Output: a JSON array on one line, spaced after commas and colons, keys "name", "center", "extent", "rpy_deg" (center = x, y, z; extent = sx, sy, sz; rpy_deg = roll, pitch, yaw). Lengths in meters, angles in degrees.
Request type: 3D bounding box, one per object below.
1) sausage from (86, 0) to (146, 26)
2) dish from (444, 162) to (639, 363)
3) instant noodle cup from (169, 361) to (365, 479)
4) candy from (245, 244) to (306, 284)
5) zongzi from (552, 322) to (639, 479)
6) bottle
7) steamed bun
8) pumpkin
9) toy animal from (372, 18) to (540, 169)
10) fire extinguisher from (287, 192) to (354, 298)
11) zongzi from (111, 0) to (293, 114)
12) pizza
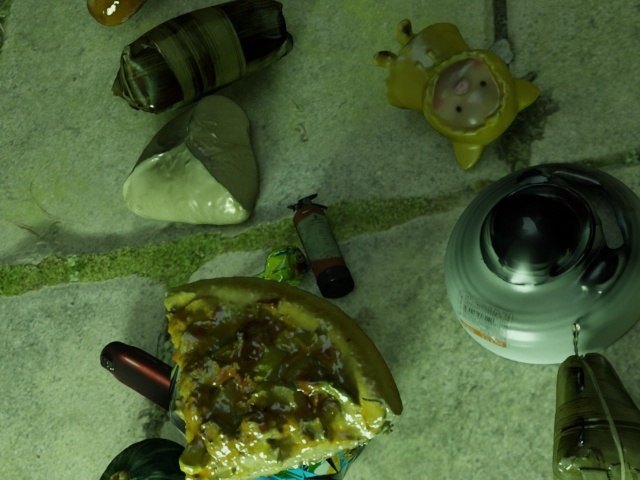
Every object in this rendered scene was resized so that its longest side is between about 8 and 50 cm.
[{"name": "sausage", "center": [-0.307, -0.487, 1.905], "extent": [0.270, 0.109, 0.109], "rpy_deg": [-39, 52, 4]}, {"name": "dish", "center": [0.270, 0.001, 1.306], "extent": [0.274, 0.134, 0.273], "rpy_deg": [-12, 58, 19]}, {"name": "instant noodle cup", "center": [-0.045, 0.194, 1.317], "extent": [0.240, 0.178, 0.240], "rpy_deg": [-12, 57, 20]}, {"name": "candy", "center": [-0.103, 0.065, 1.513], "extent": [0.194, 0.058, 0.062], "rpy_deg": [-28, 12, 19]}, {"name": "zongzi", "center": [0.354, 0.196, 1.196], "extent": [0.178, 0.081, 0.189], "rpy_deg": [6, 53, 9]}, {"name": "bottle", "center": [-0.244, 0.190, 1.495], "extent": [0.164, 0.060, 0.060], "rpy_deg": [23, 74, 35]}, {"name": "steamed bun", "center": [-0.196, -0.133, 1.635], "extent": [0.231, 0.110, 0.212], "rpy_deg": [2, 62, 24]}, {"name": "pumpkin", "center": [-0.218, 0.335, 1.353], "extent": [0.167, 0.125, 0.167], "rpy_deg": [-25, 29, 16]}, {"name": "toy animal", "center": [0.176, -0.218, 1.488], "extent": [0.156, 0.156, 0.230], "rpy_deg": [-44, 63, -3]}, {"name": "fire extinguisher", "center": [0.000, 0.000, 1.494], "extent": [0.062, 0.050, 0.177], "rpy_deg": [-3, 50, -24]}, {"name": "zongzi", "center": [-0.207, -0.296, 1.743], "extent": [0.286, 0.134, 0.288], "rpy_deg": [-24, 8, -17]}, {"name": "pizza", "center": [-0.053, 0.125, 1.203], "extent": [0.258, 0.087, 0.268], "rpy_deg": [-20, 53, 10]}]
